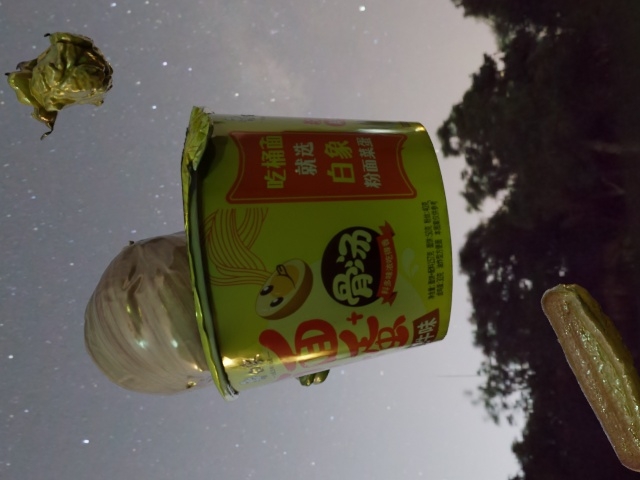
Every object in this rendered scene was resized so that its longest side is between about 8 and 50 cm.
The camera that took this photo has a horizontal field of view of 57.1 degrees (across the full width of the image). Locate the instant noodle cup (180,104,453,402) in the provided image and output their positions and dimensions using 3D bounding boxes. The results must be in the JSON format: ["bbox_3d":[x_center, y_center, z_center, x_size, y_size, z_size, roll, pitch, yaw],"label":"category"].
[{"bbox_3d":[0.000,0.000,0.609,0.311,0.221,0.311,173,90,-88],"label":"instant noodle cup"}]

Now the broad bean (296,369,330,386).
[{"bbox_3d":[-0.012,0.219,1.230,0.124,0.082,0.174,99,180,-71],"label":"broad bean"}]

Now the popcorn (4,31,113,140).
[{"bbox_3d":[-0.507,-0.310,1.149,0.168,0.195,0.173,-114,0,-63],"label":"popcorn"}]

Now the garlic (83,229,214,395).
[{"bbox_3d":[-0.225,0.107,0.932,0.259,0.317,0.317,53,-157,15],"label":"garlic"}]

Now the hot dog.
[{"bbox_3d":[0.310,0.141,0.630,0.047,0.066,0.216,-23,-97,-35],"label":"hot dog"}]
